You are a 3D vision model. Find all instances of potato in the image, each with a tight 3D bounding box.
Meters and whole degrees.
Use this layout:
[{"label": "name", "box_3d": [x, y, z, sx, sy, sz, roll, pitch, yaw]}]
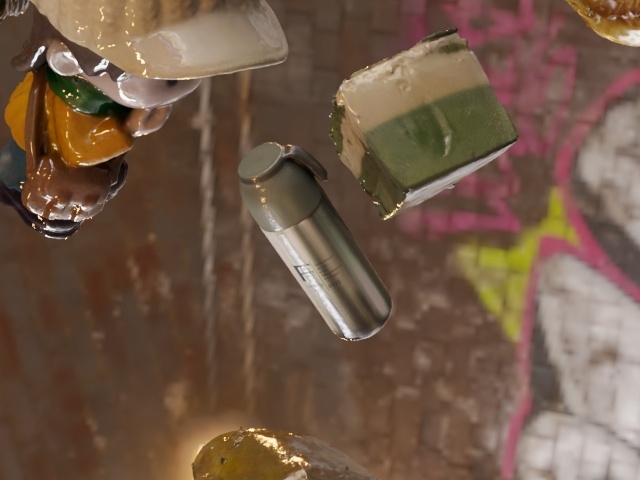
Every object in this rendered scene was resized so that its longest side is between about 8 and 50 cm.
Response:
[{"label": "potato", "box_3d": [-0.029, 0.321, 2.204, 0.191, 0.296, 0.141, -37, -38, -48]}]

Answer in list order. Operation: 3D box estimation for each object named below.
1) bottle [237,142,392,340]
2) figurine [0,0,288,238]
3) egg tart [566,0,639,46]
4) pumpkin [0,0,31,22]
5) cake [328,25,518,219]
[{"label": "bottle", "box_3d": [0.000, 0.000, 1.951, 0.254, 0.096, 0.079, 56, -162, -33]}, {"label": "figurine", "box_3d": [-0.172, -0.152, 1.385, 0.204, 0.332, 0.185, 47, -137, -9]}, {"label": "egg tart", "box_3d": [0.349, -0.335, 1.796, 0.115, 0.290, 0.290, 10, -92, -45]}, {"label": "pumpkin", "box_3d": [-0.379, -0.364, 2.040, 0.258, 0.095, 0.290, -56, -21, -61]}, {"label": "cake", "box_3d": [0.065, -0.106, 2.124, 0.172, 0.283, 0.158, -25, -96, -38]}]
